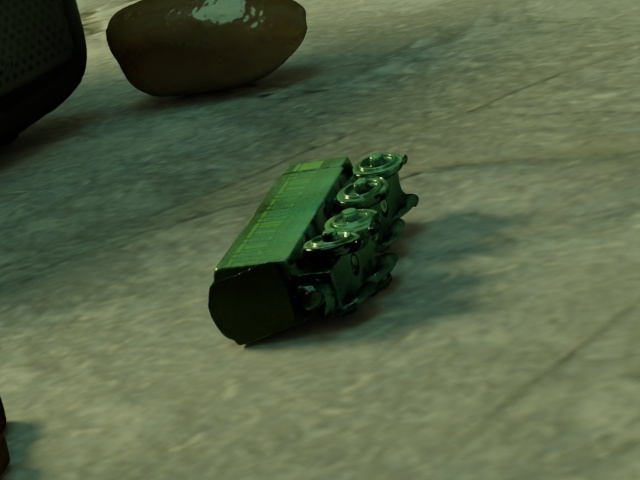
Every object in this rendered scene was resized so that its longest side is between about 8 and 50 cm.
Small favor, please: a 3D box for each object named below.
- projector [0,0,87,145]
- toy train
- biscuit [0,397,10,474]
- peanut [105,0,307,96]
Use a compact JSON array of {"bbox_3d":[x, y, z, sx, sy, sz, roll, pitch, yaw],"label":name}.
[{"bbox_3d":[-0.427,-0.118,1.193,0.395,0.242,0.405,0,24,36],"label":"projector"},{"bbox_3d":[0.000,0.000,0.785,0.071,0.038,0.148,-13,17,17],"label":"toy train"},{"bbox_3d":[-0.180,0.090,0.685,0.130,0.019,0.119,-11,17,16],"label":"biscuit"},{"bbox_3d":[-0.076,-0.137,1.229,0.152,0.076,0.076,-1,21,26],"label":"peanut"}]
